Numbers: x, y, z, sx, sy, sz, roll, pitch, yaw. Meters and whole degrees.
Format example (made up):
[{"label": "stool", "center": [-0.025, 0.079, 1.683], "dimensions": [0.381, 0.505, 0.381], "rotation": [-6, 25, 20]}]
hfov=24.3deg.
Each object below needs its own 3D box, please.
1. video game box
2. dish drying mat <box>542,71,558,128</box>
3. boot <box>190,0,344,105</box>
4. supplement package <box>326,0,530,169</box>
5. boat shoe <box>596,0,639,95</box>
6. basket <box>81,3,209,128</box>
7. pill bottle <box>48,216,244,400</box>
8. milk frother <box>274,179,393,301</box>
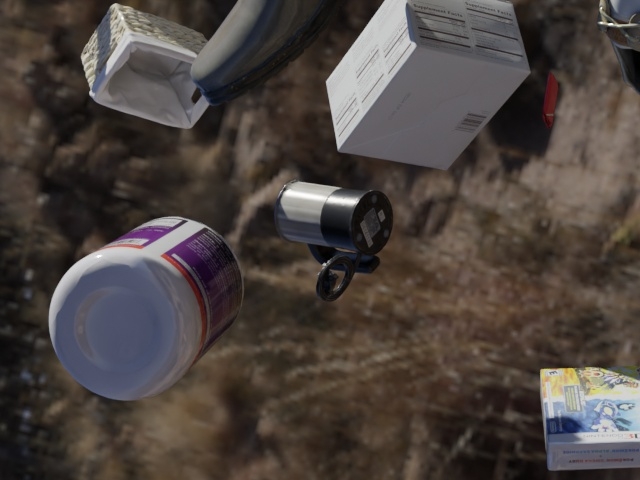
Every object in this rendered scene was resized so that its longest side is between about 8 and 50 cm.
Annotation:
[{"label": "video game box", "center": [0.392, 0.235, 1.988], "dimensions": [0.205, 0.187, 0.048], "rotation": [-79, -13, -66]}, {"label": "dish drying mat", "center": [0.321, -0.196, 2.072], "dimensions": [0.032, 0.008, 0.083], "rotation": [55, -142, -39]}, {"label": "boot", "center": [-0.038, -0.224, 0.972], "dimensions": [0.246, 0.161, 0.083], "rotation": [-49, 24, 0]}, {"label": "supplement package", "center": [0.162, -0.253, 2.296], "dimensions": [0.262, 0.204, 0.145], "rotation": [-51, 40, 47]}, {"label": "boat shoe", "center": [0.396, -0.277, 1.810], "dimensions": [0.103, 0.113, 0.302], "rotation": [-47, -40, -3]}, {"label": "basket", "center": [-0.230, -0.240, 2.025], "dimensions": [0.113, 0.167, 0.103], "rotation": [-52, 45, 27]}, {"label": "pill bottle", "center": [-0.201, 0.073, 1.838], "dimensions": [0.323, 0.181, 0.181], "rotation": [-43, -32, -75]}, {"label": "milk frother", "center": [0.000, 0.000, 1.889], "dimensions": [0.143, 0.135, 0.129], "rotation": [-26, -65, -44]}]
